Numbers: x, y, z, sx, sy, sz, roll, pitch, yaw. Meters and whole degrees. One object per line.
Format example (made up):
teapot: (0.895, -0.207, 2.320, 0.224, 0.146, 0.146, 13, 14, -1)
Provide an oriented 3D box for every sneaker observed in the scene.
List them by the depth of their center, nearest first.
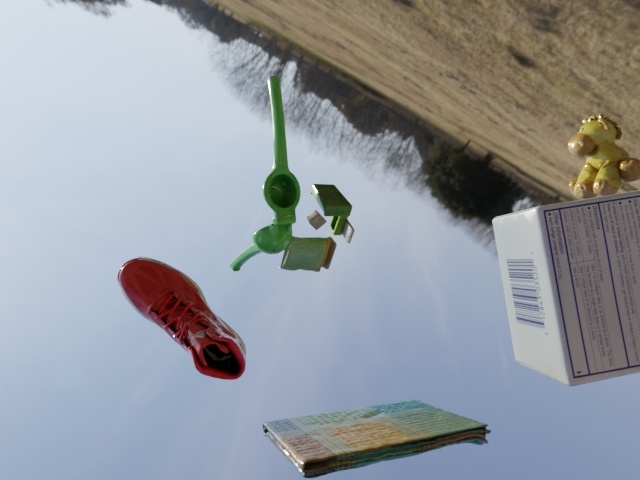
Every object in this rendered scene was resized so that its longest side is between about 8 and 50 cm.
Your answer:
sneaker: (-0.176, 0.100, 0.611, 0.221, 0.087, 0.128, 41, 164, -11)

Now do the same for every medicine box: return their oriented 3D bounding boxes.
medicine box: (0.462, 0.061, 0.735, 0.290, 0.263, 0.149, -9, 178, -6)

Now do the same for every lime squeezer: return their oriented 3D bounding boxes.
lime squeezer: (-0.066, -0.054, 0.631, 0.059, 0.310, 0.109, 2, -145, -23)

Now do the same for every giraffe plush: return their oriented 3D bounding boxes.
giraffe plush: (0.706, -0.225, 1.157, 0.170, 0.210, 0.181, 56, 168, -8)

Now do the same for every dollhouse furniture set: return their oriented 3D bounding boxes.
dollhouse furniture set: (0.000, 0.000, 0.640, 0.076, 0.151, 0.058, 0, -143, -26)

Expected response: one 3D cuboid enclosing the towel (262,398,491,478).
towel: (0.097, 0.377, 0.904, 0.371, 0.040, 0.271, -1, 173, -21)
